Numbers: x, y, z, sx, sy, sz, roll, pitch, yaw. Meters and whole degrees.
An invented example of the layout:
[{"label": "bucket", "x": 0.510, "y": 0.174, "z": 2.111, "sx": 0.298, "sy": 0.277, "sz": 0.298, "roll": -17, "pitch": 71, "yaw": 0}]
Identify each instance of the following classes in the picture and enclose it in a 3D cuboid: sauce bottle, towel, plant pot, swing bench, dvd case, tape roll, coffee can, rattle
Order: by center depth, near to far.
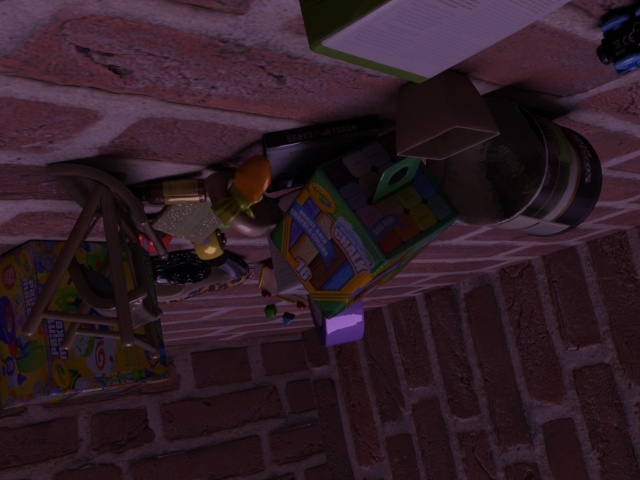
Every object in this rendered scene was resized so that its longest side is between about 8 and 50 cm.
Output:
[{"label": "plant pot", "x": 0.169, "y": -0.180, "z": 1.195, "sx": 0.109, "sy": 0.096, "sz": 0.109, "roll": 0, "pitch": 165, "yaw": -46}, {"label": "swing bench", "x": -0.327, "y": 0.040, "z": 1.306, "sx": 0.165, "sy": 0.255, "sz": 0.253, "roll": 6, "pitch": 168, "yaw": -1}, {"label": "sauce bottle", "x": -0.251, "y": -0.079, "z": 1.387, "sx": 0.128, "sy": 0.042, "sz": 0.042, "roll": -1, "pitch": 168, "yaw": -5}, {"label": "dvd case", "x": -0.005, "y": -0.136, "z": 1.394, "sx": 0.179, "sy": 0.030, "sz": 0.239, "roll": -11, "pitch": 168, "yaw": -6}, {"label": "rattle", "x": -0.083, "y": -0.085, "z": 1.405, "sx": 0.199, "sy": 0.130, "sz": 0.143, "roll": 11, "pitch": 119, "yaw": -47}, {"label": "coffee can", "x": 0.326, "y": -0.113, "z": 1.412, "sx": 0.201, "sy": 0.202, "sz": 0.275, "roll": -19, "pitch": 166, "yaw": 33}, {"label": "towel", "x": -0.220, "y": -0.048, "z": 1.481, "sx": 0.110, "sy": 0.027, "sz": 0.148, "roll": 18, "pitch": 139, "yaw": -31}, {"label": "tape roll", "x": 0.023, "y": 0.100, "z": 1.946, "sx": 0.090, "sy": 0.275, "sz": 0.275, "roll": -10, "pitch": 168, "yaw": -7}]

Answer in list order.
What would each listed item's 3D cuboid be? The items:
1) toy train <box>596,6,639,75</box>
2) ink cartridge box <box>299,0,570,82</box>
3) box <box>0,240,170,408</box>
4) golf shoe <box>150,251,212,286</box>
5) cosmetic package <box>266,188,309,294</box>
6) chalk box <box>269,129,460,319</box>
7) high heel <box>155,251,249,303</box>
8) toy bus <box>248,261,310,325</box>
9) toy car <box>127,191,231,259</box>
[{"label": "toy train", "x": 0.446, "y": -0.273, "z": 1.086, "sx": 0.105, "sy": 0.080, "sz": 0.184, "roll": -10, "pitch": 170, "yaw": -42}, {"label": "ink cartridge box", "x": 0.131, "y": -0.255, "z": 0.797, "sx": 0.255, "sy": 0.097, "sz": 0.188, "roll": -23, "pitch": 164, "yaw": 38}, {"label": "box", "x": -0.481, "y": 0.163, "z": 1.696, "sx": 0.177, "sy": 0.290, "sz": 0.279, "roll": -20, "pitch": 166, "yaw": 37}, {"label": "golf shoe", "x": -0.349, "y": 0.066, "z": 1.944, "sx": 0.198, "sy": 0.077, "sz": 0.094, "roll": -3, "pitch": 178, "yaw": -11}, {"label": "cosmetic package", "x": 0.000, "y": 0.000, "z": 1.667, "sx": 0.151, "sy": 0.184, "sz": 0.151, "roll": -20, "pitch": 165, "yaw": 34}, {"label": "chalk box", "x": 0.078, "y": -0.037, "z": 1.328, "sx": 0.180, "sy": 0.179, "sz": 0.289, "roll": -29, "pitch": 169, "yaw": -34}, {"label": "high heel", "x": -0.306, "y": 0.111, "z": 2.101, "sx": 0.261, "sy": 0.093, "sz": 0.186, "roll": -23, "pitch": 161, "yaw": 9}, {"label": "toy bus", "x": -0.081, "y": 0.103, "z": 2.267, "sx": 0.191, "sy": 0.202, "sz": 0.104, "roll": -25, "pitch": -165, "yaw": 23}, {"label": "toy car", "x": -0.219, "y": -0.025, "z": 1.590, "sx": 0.225, "sy": 0.053, "sz": 0.239, "roll": -29, "pitch": 154, "yaw": 36}]
